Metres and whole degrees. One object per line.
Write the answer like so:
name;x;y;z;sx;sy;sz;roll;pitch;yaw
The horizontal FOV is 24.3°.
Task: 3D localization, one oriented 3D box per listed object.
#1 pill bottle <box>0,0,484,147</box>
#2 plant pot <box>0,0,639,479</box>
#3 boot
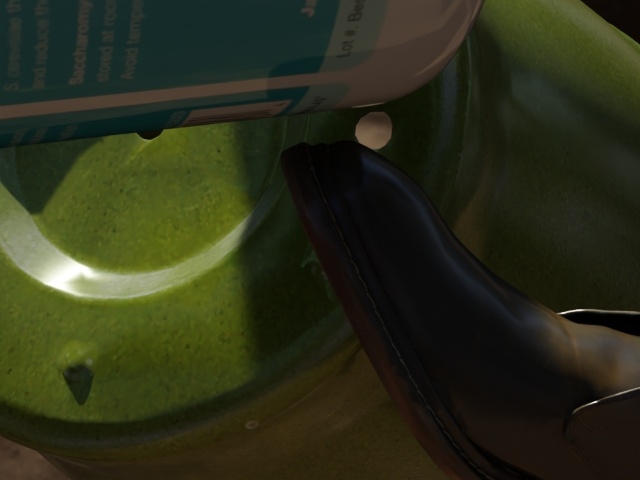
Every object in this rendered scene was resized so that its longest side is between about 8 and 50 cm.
pill bottle;-0.101;-0.091;0.335;0.264;0.146;0.146;-8;33;-20
plant pot;0.000;0.000;0.658;0.366;0.366;0.353;24;-4;28
boot;0.084;0.033;0.426;0.106;0.219;0.082;-33;28;12
